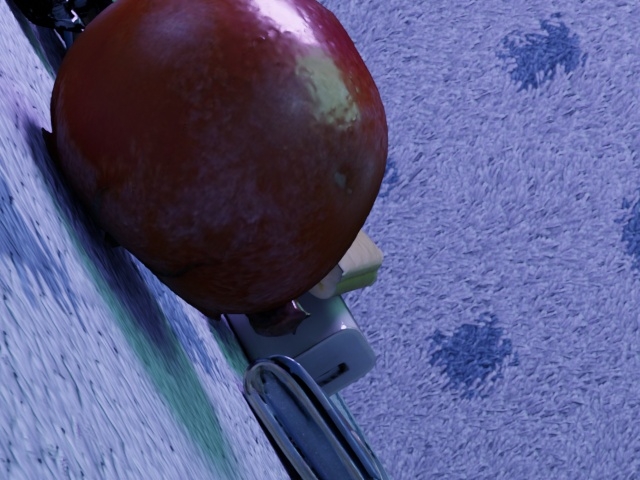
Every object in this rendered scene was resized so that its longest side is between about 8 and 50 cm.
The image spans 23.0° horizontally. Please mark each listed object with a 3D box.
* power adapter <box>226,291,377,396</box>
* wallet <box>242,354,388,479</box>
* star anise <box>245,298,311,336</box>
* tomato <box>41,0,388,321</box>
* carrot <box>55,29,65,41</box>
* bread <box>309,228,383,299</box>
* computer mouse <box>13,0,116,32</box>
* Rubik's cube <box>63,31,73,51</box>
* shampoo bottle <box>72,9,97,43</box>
[{"bbox_3d":[-0.041,0.080,1.858,0.205,0.130,0.125,61,3,34],"label":"power adapter"},{"bbox_3d":[-0.001,0.206,1.622,0.176,0.075,0.250,53,-2,12],"label":"wallet"},{"bbox_3d":[-0.098,0.024,1.665,0.214,0.099,0.220,44,-9,24],"label":"star anise"},{"bbox_3d":[-0.071,-0.081,1.198,0.265,0.265,0.265,59,0,0],"label":"tomato"},{"bbox_3d":[-0.324,-0.310,1.849,0.191,0.047,0.047,61,1,25],"label":"carrot"},{"bbox_3d":[0.001,0.000,1.776,0.139,0.060,0.178,51,16,7],"label":"bread"},{"bbox_3d":[-0.268,-0.292,1.570,0.077,0.146,0.242,91,-25,-59],"label":"computer mouse"},{"bbox_3d":[-0.234,-0.243,1.746,0.254,0.254,0.254,59,0,0],"label":"Rubik's cube"},{"bbox_3d":[-0.191,-0.224,1.606,0.084,0.125,0.350,72,5,-54],"label":"shampoo bottle"}]
